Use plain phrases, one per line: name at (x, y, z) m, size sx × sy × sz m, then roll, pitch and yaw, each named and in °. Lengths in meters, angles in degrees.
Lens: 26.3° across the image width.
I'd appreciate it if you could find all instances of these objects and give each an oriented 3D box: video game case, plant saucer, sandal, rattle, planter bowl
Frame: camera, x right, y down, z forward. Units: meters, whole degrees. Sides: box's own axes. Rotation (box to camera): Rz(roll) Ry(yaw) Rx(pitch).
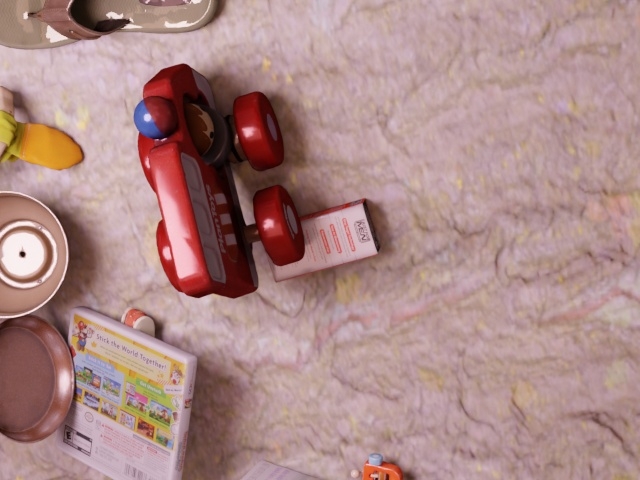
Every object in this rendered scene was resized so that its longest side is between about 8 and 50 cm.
video game case at (-0.260, 0.217, 1.808) m, size 0.227 × 0.026 × 0.206 m, roll 19°, pitch 107°, yaw 37°
plant saucer at (-0.391, 0.181, 1.784) m, size 0.029 × 0.168 × 0.168 m, roll -9°, pitch 102°, yaw 35°
sandal at (-0.281, -0.305, 1.720) m, size 0.302 × 0.086 × 0.120 m, roll -5°, pitch 106°, yaw 5°
rattle at (-0.441, -0.108, 1.818) m, size 0.199 × 0.143 × 0.130 m, roll -39°, pitch 62°, yaw 28°
planter bowl at (-0.398, 0.019, 1.790) m, size 0.162 × 0.109 × 0.162 m, roll 0°, pitch 89°, yaw 2°

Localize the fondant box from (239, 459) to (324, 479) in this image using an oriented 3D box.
fondant box at (0.023, 0.406, 1.727) m, size 0.330 × 0.238 × 0.096 m, roll 17°, pitch 108°, yaw 15°

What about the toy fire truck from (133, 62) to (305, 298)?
toy fire truck at (-0.144, -0.074, 1.654) m, size 0.169 × 0.254 × 0.302 m, roll -15°, pitch 80°, yaw 11°

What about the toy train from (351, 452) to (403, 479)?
toy train at (0.106, 0.365, 1.842) m, size 0.125 × 0.046 × 0.166 m, roll 5°, pitch 107°, yaw 19°

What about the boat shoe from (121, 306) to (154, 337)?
boat shoe at (-0.253, 0.157, 1.843) m, size 0.043 × 0.049 × 0.137 m, roll 27°, pitch 117°, yaw 41°

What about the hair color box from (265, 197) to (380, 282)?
hair color box at (0.000, 0.000, 1.775) m, size 0.141 × 0.043 × 0.072 m, roll -15°, pitch 99°, yaw 11°
